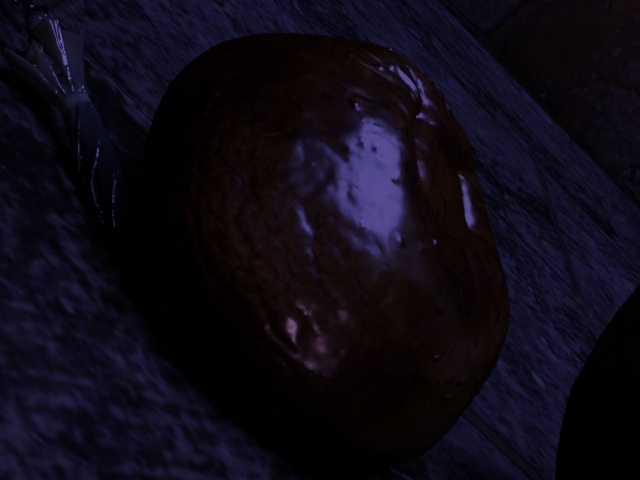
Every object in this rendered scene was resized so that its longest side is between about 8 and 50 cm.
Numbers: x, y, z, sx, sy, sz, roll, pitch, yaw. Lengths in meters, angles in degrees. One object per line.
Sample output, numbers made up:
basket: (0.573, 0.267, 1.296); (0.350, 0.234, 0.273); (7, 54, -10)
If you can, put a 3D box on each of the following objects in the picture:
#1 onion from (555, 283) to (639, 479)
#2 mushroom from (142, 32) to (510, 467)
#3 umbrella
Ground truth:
onion: (0.282, 0.141, 0.634); (0.353, 0.353, 0.353); (42, 18, -17)
mushroom: (0.013, -0.007, 0.618); (0.231, 0.138, 0.194); (65, 13, 11)
umbrella: (-0.117, -0.056, 0.610); (0.044, 0.044, 0.269); (-17, 56, -21)
